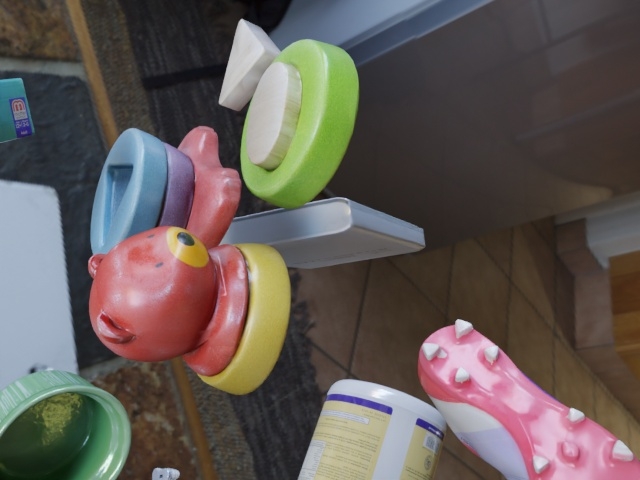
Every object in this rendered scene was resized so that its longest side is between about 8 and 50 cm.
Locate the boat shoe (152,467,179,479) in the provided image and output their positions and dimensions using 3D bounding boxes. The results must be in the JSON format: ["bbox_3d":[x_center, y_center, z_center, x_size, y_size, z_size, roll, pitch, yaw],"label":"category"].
[{"bbox_3d":[-0.336,0.512,1.507,0.035,0.100,0.035,13,62,-32],"label":"boat shoe"}]

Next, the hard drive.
[{"bbox_3d":[0.000,0.000,0.906,0.307,0.203,0.040,13,69,-66],"label":"hard drive"}]

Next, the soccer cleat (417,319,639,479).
[{"bbox_3d":[0.165,0.163,0.536,0.083,0.248,0.095,-32,139,-15],"label":"soccer cleat"}]

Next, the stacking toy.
[{"bbox_3d":[-0.115,-0.060,0.576,0.130,0.309,0.280,15,107,-32],"label":"stacking toy"}]

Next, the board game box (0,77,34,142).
[{"bbox_3d":[-0.327,-0.070,0.456,0.210,0.160,0.047,-44,130,-65],"label":"board game box"}]

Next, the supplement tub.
[{"bbox_3d":[0.081,0.453,1.285,0.241,0.241,0.331,38,63,-36],"label":"supplement tub"}]

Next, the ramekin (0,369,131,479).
[{"bbox_3d":[-0.577,0.428,1.480,0.303,0.148,0.303,-14,113,-37],"label":"ramekin"}]
